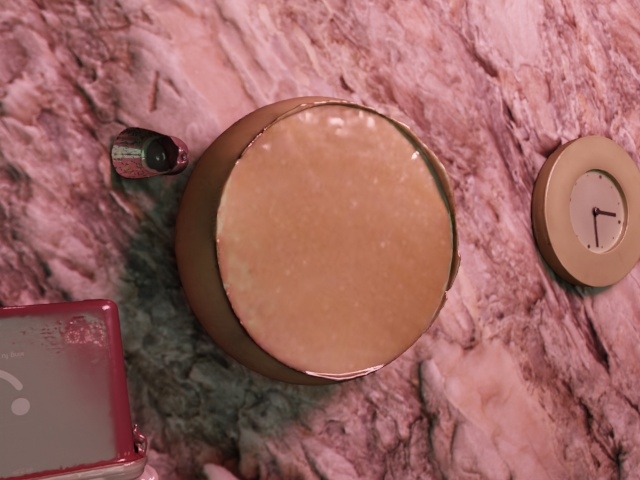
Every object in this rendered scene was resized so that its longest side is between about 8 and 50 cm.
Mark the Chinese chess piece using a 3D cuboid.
[{"bbox_3d":[0.000,0.000,0.874,0.337,0.140,0.338,0,89,-26],"label":"Chinese chess piece"}]

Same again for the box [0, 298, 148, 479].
[{"bbox_3d":[-0.316,0.147,0.685,0.293,0.193,0.168,-2,81,-27],"label":"box"}]

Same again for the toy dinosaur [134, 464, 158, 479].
[{"bbox_3d":[-0.272,0.300,0.751,0.194,0.152,0.177,-60,156,-4],"label":"toy dinosaur"}]

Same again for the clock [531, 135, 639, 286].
[{"bbox_3d":[0.422,-0.044,1.157,0.234,0.029,0.235,1,87,-29],"label":"clock"}]

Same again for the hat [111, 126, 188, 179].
[{"bbox_3d":[-0.189,-0.096,0.839,0.086,0.042,0.058,-3,86,7],"label":"hat"}]
